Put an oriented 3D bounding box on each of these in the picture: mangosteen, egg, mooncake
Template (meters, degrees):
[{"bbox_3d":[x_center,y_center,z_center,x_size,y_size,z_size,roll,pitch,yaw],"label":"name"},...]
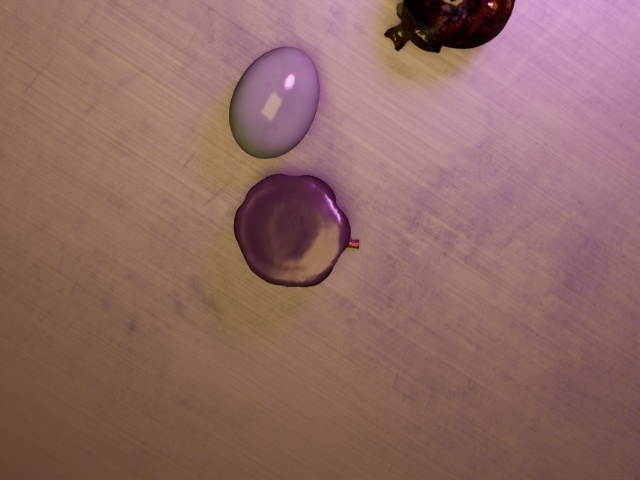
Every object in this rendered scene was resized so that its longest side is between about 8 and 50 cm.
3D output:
[{"bbox_3d":[0.229,-0.463,1.677,0.289,0.231,0.231,-18,106,45],"label":"mangosteen"},{"bbox_3d":[-0.090,-0.273,1.755,0.168,0.168,0.231,24,102,-2],"label":"egg"},{"bbox_3d":[-0.056,-0.021,1.822,0.245,0.133,0.245,0,92,7],"label":"mooncake"}]

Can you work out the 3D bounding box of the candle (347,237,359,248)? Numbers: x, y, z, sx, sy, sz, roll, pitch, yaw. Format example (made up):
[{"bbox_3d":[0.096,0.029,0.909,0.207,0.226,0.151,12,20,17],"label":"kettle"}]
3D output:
[{"bbox_3d":[0.000,-0.001,1.899,0.167,0.021,0.026,6,126,2],"label":"candle"}]
